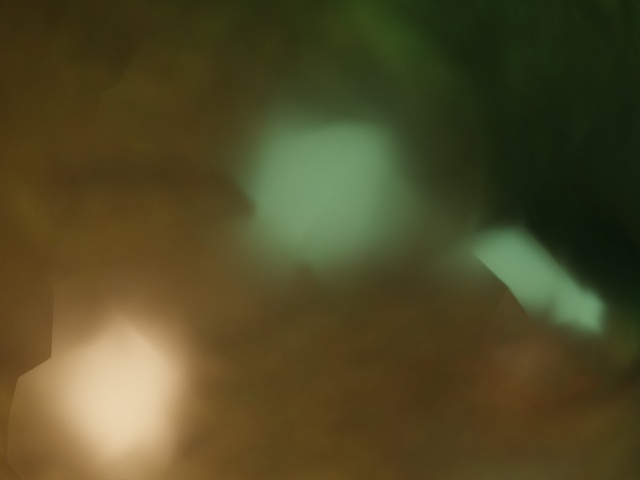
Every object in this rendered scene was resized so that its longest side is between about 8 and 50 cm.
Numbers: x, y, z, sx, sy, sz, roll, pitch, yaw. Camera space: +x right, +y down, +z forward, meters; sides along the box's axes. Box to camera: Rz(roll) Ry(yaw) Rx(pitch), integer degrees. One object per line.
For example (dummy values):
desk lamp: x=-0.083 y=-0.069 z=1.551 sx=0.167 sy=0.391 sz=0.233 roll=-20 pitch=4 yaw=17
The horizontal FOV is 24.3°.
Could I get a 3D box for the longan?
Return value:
longan: x=0.000 y=0.000 z=0.559 sx=0.361 sy=0.361 sz=0.361 roll=-3 pitch=96 yaw=-29
